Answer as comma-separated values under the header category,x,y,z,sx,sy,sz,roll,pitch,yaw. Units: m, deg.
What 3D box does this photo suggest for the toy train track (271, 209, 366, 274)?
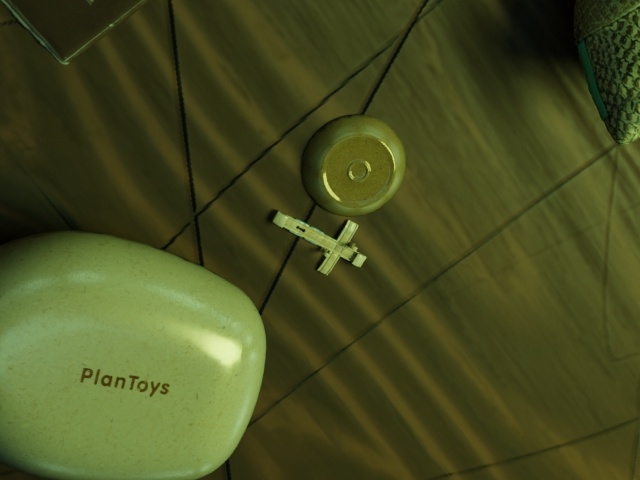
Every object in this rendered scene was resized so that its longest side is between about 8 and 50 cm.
category,x,y,z,sx,sy,sz,roll,pitch,yaw
toy train track,0.000,0.000,1.356,0.083,0.014,0.048,27,102,-20

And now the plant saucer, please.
category,x,y,z,sx,sy,sz,roll,pitch,yaw
plant saucer,0.028,-0.055,1.341,0.083,0.015,0.083,-4,111,-11

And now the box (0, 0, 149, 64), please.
category,x,y,z,sx,sy,sz,roll,pitch,yaw
box,-0.057,-0.299,1.097,0.381,0.191,0.143,-34,113,14

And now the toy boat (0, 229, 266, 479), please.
category,x,y,z,sx,sy,sz,roll,pitch,yaw
toy boat,-0.199,0.144,1.310,0.267,0.148,0.318,18,98,-23

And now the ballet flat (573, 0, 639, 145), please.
category,x,y,z,sx,sy,sz,roll,pitch,yaw
ballet flat,0.430,-0.130,1.315,0.482,0.164,0.182,-4,77,-9
